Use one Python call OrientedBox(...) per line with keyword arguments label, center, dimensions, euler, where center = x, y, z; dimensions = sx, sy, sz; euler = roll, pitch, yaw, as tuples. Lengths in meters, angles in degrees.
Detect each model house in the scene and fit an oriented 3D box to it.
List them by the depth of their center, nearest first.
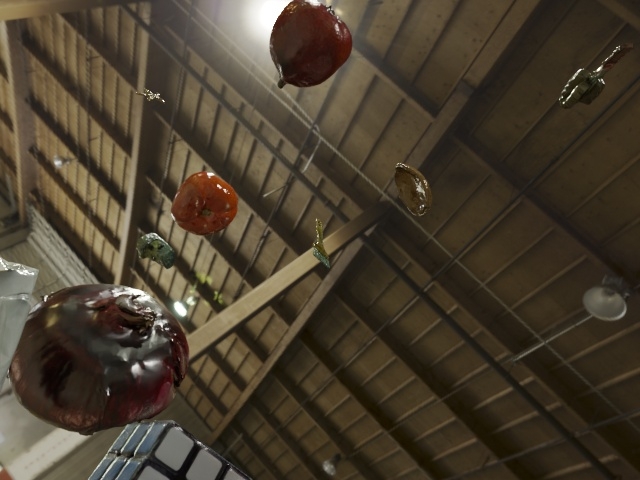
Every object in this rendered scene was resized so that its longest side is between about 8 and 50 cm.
OrientedBox(label="model house", center=(-0.425, 0.031, 1.240), dimensions=(0.083, 0.066, 0.079), euler=(34, -42, 17))

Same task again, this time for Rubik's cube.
OrientedBox(label="Rubik's cube", center=(-0.414, 0.667, 1.201), dimensions=(0.304, 0.301, 0.305), euler=(45, -41, -17))

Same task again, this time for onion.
OrientedBox(label="onion", center=(-0.387, 0.194, 0.857), dimensions=(0.314, 0.313, 0.233), euler=(38, -59, 19))

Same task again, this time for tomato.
OrientedBox(label="tomato", center=(-0.451, -0.142, 1.853), dimensions=(0.180, 0.259, 0.260), euler=(-115, -158, -52))

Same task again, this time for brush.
OrientedBox(label="brush", center=(0.669, -0.401, 1.154), dimensions=(0.084, 0.301, 0.071), euler=(-6, -97, 8))
OrientedBox(label="brush", center=(0.000, 0.000, 1.658), dimensions=(0.010, 0.218, 0.082), euler=(-33, -55, 24))

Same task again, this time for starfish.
OrientedBox(label="starfish", center=(-0.487, -0.421, 1.390), dimensions=(0.086, 0.092, 0.016), euler=(24, -64, -4))

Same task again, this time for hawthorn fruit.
OrientedBox(label="hawthorn fruit", center=(-0.056, -0.643, 1.593), dimensions=(0.265, 0.265, 0.307), euler=(50, -63, 7))

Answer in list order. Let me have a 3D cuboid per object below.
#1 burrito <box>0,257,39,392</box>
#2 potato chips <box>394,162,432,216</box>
OrientedBox(label="burrito", center=(-0.478, 0.229, 0.574), dimensions=(0.101, 0.139, 0.446), euler=(1, -108, 33))
OrientedBox(label="potato chips", center=(0.328, -0.180, 1.638), dimensions=(0.208, 0.061, 0.196), euler=(27, -42, 67))
